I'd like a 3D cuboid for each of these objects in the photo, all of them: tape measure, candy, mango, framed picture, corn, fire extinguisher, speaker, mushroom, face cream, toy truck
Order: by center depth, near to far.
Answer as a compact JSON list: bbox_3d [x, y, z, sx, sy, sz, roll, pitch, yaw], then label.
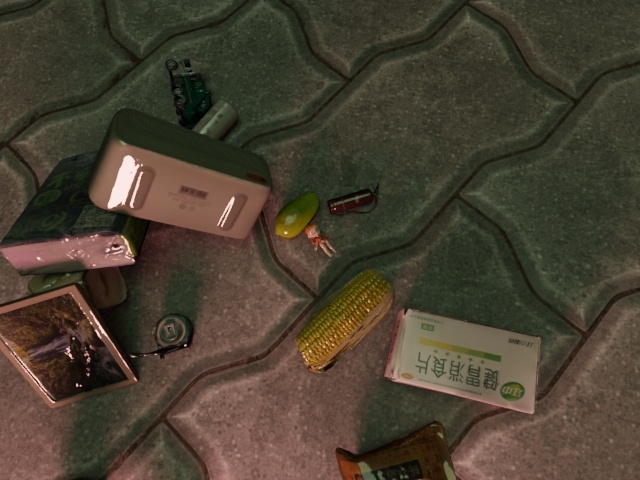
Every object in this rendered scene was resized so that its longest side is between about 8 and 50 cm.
[{"bbox_3d":[0.179,0.525,0.957,0.271,0.101,0.143,-11,67,-7],"label":"candy"},{"bbox_3d":[-0.622,0.263,0.995,0.240,0.325,0.020,-15,29,-3],"label":"framed picture"},{"bbox_3d":[-0.328,-0.154,1.019,0.405,0.184,0.183,14,39,-33],"label":"speaker"},{"bbox_3d":[-0.402,0.236,1.035,0.104,0.180,0.107,-23,74,12],"label":"tape measure"},{"bbox_3d":[0.060,0.204,1.054,0.305,0.122,0.123,-41,103,-7],"label":"corn"},{"bbox_3d":[-0.627,0.130,1.071,0.173,0.162,0.236,-26,31,-1],"label":"mushroom"},{"bbox_3d":[-0.065,-0.077,1.160,0.091,0.074,0.165,35,77,14],"label":"mango"},{"bbox_3d":[0.102,-0.110,1.181,0.157,0.045,0.078,-17,101,-4],"label":"fire extinguisher"},{"bbox_3d":[-0.359,-0.304,1.239,0.081,0.082,0.269,35,79,12],"label":"face cream"},{"bbox_3d":[-0.402,-0.460,1.280,0.116,0.110,0.216,-13,72,-15],"label":"toy truck"}]

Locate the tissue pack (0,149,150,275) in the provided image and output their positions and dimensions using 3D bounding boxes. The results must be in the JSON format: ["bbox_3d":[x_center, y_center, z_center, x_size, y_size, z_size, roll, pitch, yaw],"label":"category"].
[{"bbox_3d":[-0.589,-0.095,1.077,0.287,0.124,0.395,-7,43,-1],"label":"tissue pack"}]

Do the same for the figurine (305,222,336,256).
[{"bbox_3d":[0.000,0.000,1.150,0.064,0.047,0.109,-40,87,-17],"label":"figurine"}]

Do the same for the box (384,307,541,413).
[{"bbox_3d":[0.332,0.285,0.995,0.332,0.145,0.173,12,72,5],"label":"box"}]

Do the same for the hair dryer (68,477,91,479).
[{"bbox_3d":[-0.453,0.641,0.919,0.361,0.203,0.128,15,70,-11],"label":"hair dryer"}]
